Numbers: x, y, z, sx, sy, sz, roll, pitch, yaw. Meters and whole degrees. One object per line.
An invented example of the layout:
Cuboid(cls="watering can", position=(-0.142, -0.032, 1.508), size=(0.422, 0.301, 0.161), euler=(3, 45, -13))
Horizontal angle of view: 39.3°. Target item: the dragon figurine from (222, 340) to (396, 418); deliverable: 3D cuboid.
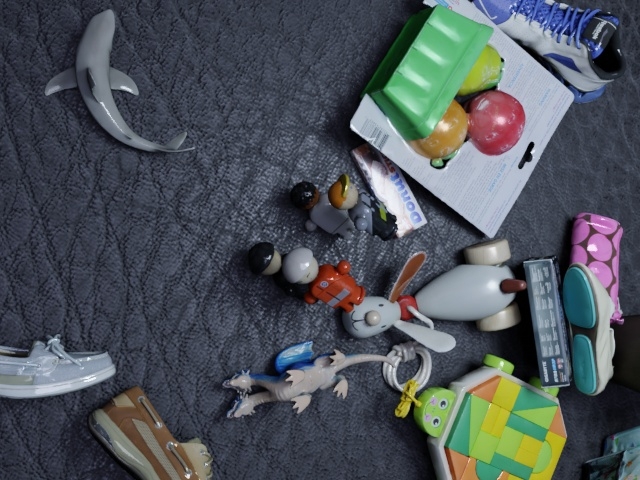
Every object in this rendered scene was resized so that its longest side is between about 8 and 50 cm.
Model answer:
Cuboid(cls="dragon figurine", position=(-0.025, 0.224, 1.511), size=(0.289, 0.144, 0.085), euler=(-21, 102, -27))

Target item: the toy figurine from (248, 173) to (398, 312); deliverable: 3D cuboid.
Cuboid(cls="toy figurine", position=(0.000, 0.000, 1.473), size=(0.148, 0.213, 0.209), euler=(33, 80, -24))

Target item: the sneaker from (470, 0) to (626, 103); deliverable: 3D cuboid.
Cuboid(cls="sneaker", position=(0.439, -0.388, 1.623), size=(0.315, 0.182, 0.127), euler=(37, 77, -9))

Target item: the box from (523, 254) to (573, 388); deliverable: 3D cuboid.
Cuboid(cls="box", position=(0.406, 0.138, 1.587), size=(0.051, 0.175, 0.220), euler=(-8, 89, 18))

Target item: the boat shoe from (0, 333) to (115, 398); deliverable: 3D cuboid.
Cuboid(cls="boat shoe", position=(-0.483, 0.187, 1.392), size=(0.321, 0.118, 0.103), euler=(0, 91, -7))

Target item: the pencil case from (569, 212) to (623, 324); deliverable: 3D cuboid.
Cuboid(cls="pencil case", position=(0.506, 0.053, 1.642), size=(0.098, 0.095, 0.209), euler=(1, 73, 21))

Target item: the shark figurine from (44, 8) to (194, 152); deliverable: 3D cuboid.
Cuboid(cls="shark figurine", position=(-0.338, -0.228, 1.456), size=(0.166, 0.116, 0.278), euler=(-33, 93, -12))

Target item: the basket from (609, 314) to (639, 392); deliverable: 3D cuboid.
Cuboid(cls="basket", position=(0.597, 0.201, 1.603), size=(0.204, 0.227, 0.154), euler=(-25, 93, -14))

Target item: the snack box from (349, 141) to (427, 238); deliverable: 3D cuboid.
Cuboid(cls="snack box", position=(0.122, -0.095, 1.607), size=(0.064, 0.022, 0.178), euler=(-29, 93, -15))

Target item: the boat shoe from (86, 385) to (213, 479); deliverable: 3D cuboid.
Cuboid(cls="boat shoe", position=(-0.228, 0.366, 1.430), size=(0.324, 0.122, 0.120), euler=(47, 67, 1))

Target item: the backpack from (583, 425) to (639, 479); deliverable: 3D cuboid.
Cuboid(cls="backpack", position=(0.616, 0.437, 1.582), size=(0.225, 0.253, 0.191), euler=(28, 60, -10))

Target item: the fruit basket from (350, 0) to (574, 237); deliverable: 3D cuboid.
Cuboid(cls="fruit basket", position=(0.256, -0.233, 1.605), size=(0.353, 0.165, 0.327), euler=(36, 79, -25))

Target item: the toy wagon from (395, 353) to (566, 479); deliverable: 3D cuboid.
Cuboid(cls="toy wagon", position=(0.281, 0.337, 1.564), size=(0.344, 0.068, 0.267), euler=(28, 82, -28))

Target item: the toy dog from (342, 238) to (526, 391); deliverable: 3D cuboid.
Cuboid(cls="toy dog", position=(0.222, 0.108, 1.548), size=(0.334, 0.161, 0.220), euler=(-35, 95, -14))

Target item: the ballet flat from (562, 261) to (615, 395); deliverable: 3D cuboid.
Cuboid(cls="ballet flat", position=(0.470, 0.145, 1.544), size=(0.086, 0.086, 0.248), euler=(-13, 110, -15))
